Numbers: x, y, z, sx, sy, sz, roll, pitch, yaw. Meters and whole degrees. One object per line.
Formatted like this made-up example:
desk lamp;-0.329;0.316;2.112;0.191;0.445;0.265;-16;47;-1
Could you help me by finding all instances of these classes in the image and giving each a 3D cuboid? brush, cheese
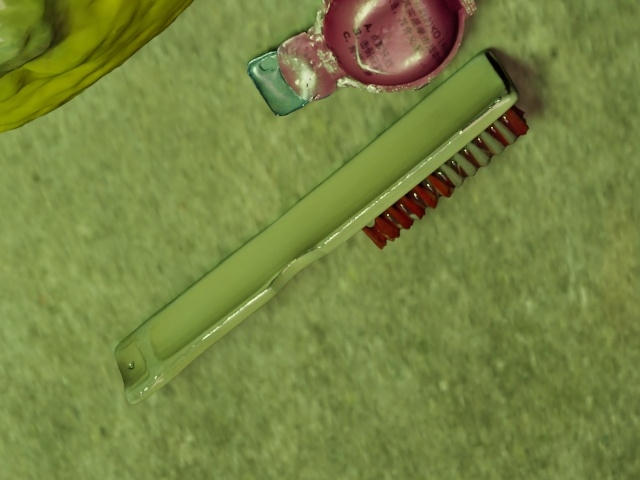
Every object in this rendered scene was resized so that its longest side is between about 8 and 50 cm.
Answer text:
brush;0.000;0.000;1.159;0.321;0.060;0.050;-38;131;12
cheese;0.026;-0.122;1.102;0.145;0.038;0.095;-25;120;12

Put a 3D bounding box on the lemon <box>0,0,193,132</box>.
lemon;-0.184;-0.212;0.814;0.349;0.387;0.350;-10;144;-7
